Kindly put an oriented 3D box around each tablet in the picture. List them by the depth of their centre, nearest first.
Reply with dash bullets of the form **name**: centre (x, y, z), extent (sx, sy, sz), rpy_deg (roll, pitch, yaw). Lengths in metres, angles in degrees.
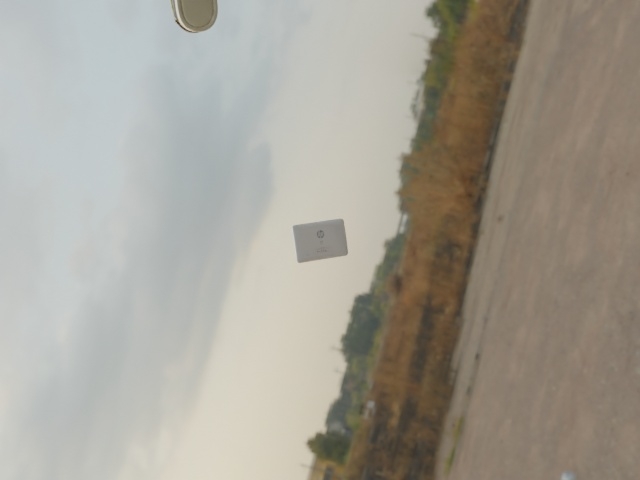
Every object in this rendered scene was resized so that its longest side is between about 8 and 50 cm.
- **tablet**: centre (0.000, 0.000, 1.394), extent (0.006, 0.083, 0.054), rpy_deg (-5, 93, 61)

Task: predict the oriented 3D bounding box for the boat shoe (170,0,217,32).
- **boat shoe**: centre (-0.269, -0.597, 2.046), extent (0.096, 0.116, 0.324), rpy_deg (-160, 66, -68)
